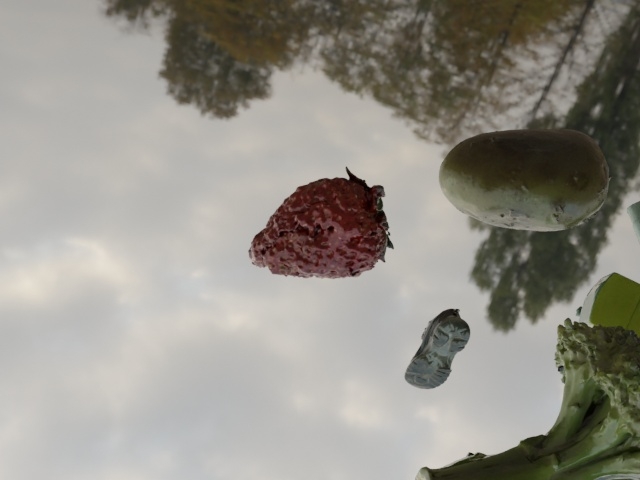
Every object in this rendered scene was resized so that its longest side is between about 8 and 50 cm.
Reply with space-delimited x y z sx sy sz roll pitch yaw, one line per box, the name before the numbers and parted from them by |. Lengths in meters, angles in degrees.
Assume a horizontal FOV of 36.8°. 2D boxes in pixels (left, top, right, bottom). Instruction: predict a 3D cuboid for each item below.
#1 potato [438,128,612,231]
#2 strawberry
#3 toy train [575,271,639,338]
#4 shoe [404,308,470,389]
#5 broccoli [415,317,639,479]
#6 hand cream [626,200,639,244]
potato | 0.367 -0.108 1.725 0.307 0.173 0.210 2 -136 9
strawberry | -0.009 -0.012 1.456 0.228 0.174 0.098 -6 -152 7
toy train | 0.625 0.176 1.936 0.237 0.150 0.369 27 174 7
shoe | 0.207 0.184 1.716 0.071 0.169 0.099 25 -154 -9
broccoli | 0.343 0.268 1.336 0.397 0.274 0.353 -5 -156 29
hand cream | 0.626 0.023 1.777 0.050 0.078 0.205 8 -122 -43
